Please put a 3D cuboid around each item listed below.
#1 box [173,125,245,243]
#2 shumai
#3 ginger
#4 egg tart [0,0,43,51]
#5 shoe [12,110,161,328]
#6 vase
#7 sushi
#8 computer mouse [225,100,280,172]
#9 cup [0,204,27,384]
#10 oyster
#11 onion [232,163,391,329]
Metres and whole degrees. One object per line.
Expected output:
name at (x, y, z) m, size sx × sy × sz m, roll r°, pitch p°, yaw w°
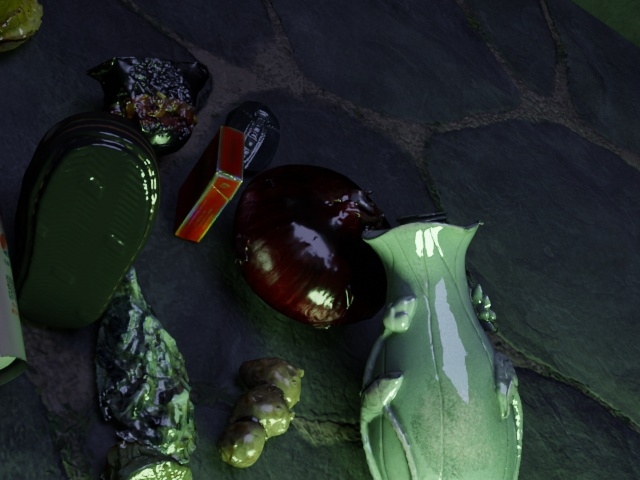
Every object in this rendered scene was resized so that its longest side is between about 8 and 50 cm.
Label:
box at (-0.181, -0.090, 1.639) m, size 0.048 × 0.175 × 0.112 m, roll 20°, pitch 46°, yaw -22°
shumai at (-0.239, 0.309, 1.324) m, size 0.087 × 0.099 × 0.124 m, roll 40°, pitch 0°, yaw 38°
ginger at (-0.092, 0.255, 1.481) m, size 0.104 × 0.080 × 0.204 m, roll 22°, pitch 40°, yaw -1°
egg tart at (-0.601, -0.438, 1.670) m, size 0.295 × 0.116 × 0.294 m, roll 22°, pitch 42°, yaw -22°
shoe at (-0.317, -0.069, 1.361) m, size 0.171 × 0.384 × 0.237 m, roll 11°, pitch 48°, yaw -17°
vase at (0.172, 0.180, 1.524) m, size 0.250 × 0.250 × 0.445 m, roll -4°, pitch 89°, yaw -39°
sushi at (-0.289, -0.219, 1.698) m, size 0.172 × 0.153 × 0.150 m, roll 8°, pitch 66°, yaw -60°
computer mouse at (-0.125, -0.203, 1.866) m, size 0.106 × 0.062 × 0.192 m, roll 29°, pitch 41°, yaw -13°
cup at (-0.484, 0.047, 1.296) m, size 0.203 × 0.203 × 0.288 m, roll -6°, pitch 66°, yaw -40°
oyster at (-0.242, 0.189, 1.434) m, size 0.199 × 0.087 × 0.252 m, roll 29°, pitch 51°, yaw -22°
onion at (0.000, 0.000, 1.654) m, size 0.314 × 0.232 × 0.313 m, roll 21°, pitch 46°, yaw -24°
